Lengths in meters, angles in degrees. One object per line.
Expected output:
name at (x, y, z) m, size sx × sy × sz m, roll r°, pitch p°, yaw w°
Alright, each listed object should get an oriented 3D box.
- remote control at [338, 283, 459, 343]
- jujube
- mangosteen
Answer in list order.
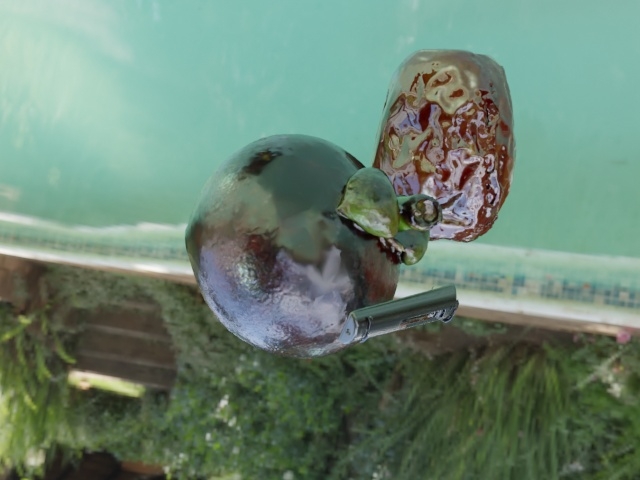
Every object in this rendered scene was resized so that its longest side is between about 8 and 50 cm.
remote control at (0.054, 0.050, 0.594) m, size 0.091 × 0.034 × 0.016 m, roll -11°, pitch -130°, yaw -34°
jujube at (0.155, -0.115, 1.145) m, size 0.183 × 0.243 × 0.183 m, roll 4°, pitch -172°, yaw -1°
mangosteen at (-0.012, 0.000, 0.832) m, size 0.216 × 0.216 × 0.216 m, roll 9°, pitch 174°, yaw 1°
